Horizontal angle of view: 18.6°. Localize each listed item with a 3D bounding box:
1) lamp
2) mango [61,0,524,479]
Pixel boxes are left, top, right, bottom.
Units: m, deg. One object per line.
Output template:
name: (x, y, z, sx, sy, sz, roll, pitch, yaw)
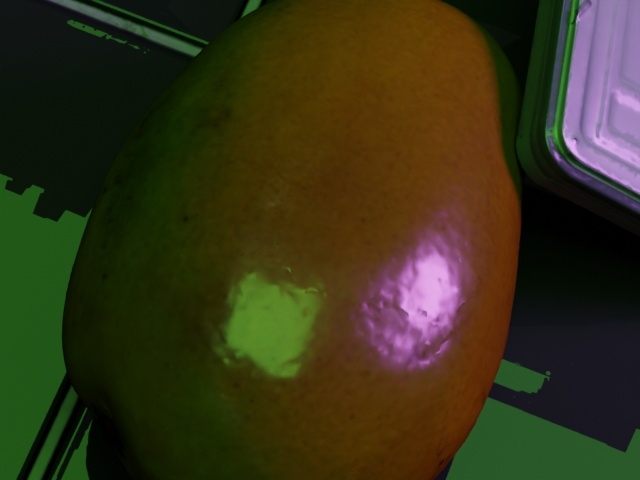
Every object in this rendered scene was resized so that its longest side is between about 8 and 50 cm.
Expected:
lamp: (0.267, -0.121, 1.450, 0.269, 0.047, 0.267, 25, 62, -30)
mango: (0.000, 0.000, 1.350, 0.300, 0.232, 0.446, 27, 61, 3)
